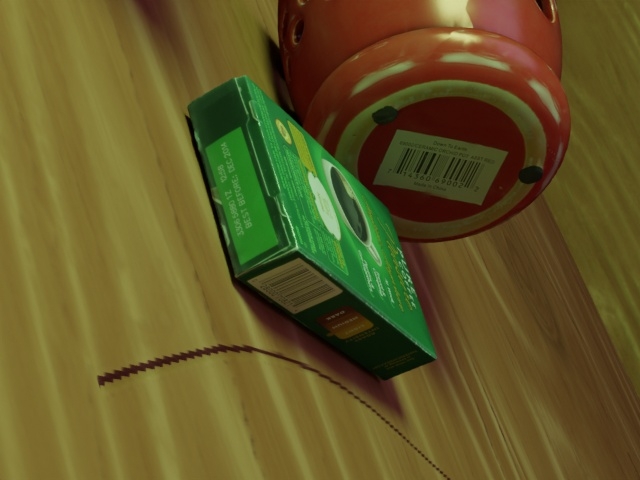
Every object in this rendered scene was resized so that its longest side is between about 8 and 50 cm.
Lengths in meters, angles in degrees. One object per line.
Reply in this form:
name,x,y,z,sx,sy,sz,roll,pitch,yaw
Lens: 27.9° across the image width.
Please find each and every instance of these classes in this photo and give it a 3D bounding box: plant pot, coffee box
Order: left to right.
coffee box,0.000,0.000,0.707,0.184,0.040,0.113,38,29,-56
plant pot,0.070,-0.110,0.844,0.191,0.191,0.174,50,23,-39
